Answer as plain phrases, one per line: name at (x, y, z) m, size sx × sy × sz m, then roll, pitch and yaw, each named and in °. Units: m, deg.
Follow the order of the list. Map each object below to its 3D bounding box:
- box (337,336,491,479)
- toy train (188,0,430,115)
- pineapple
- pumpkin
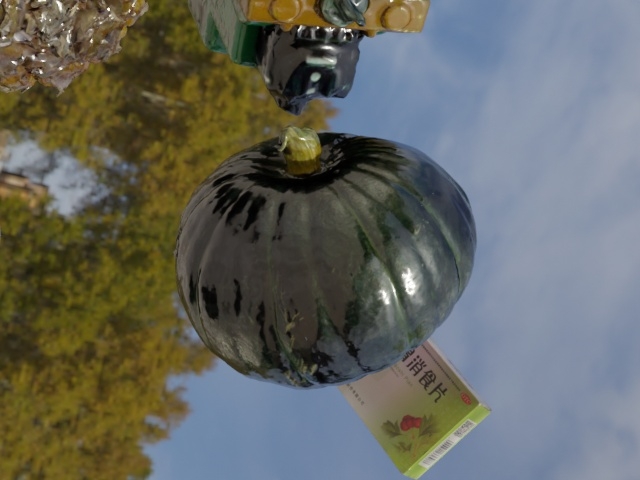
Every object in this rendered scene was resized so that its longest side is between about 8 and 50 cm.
box at (0.138, 0.245, 1.905) m, size 0.175 × 0.062 × 0.260 m, roll -44°, pitch -123°, yaw 8°
toy train at (-0.037, -0.272, 1.117) m, size 0.429 × 0.178 × 0.249 m, roll -114°, pitch -148°, yaw -50°
pineapple at (-0.220, -0.194, 0.873) m, size 0.225 × 0.225 × 0.076 m, roll -61°, pitch -138°, yaw 30°
pumpkin at (0.000, 0.000, 0.923) m, size 0.250 × 0.250 × 0.216 m, roll -116°, pitch -167°, yaw -56°
